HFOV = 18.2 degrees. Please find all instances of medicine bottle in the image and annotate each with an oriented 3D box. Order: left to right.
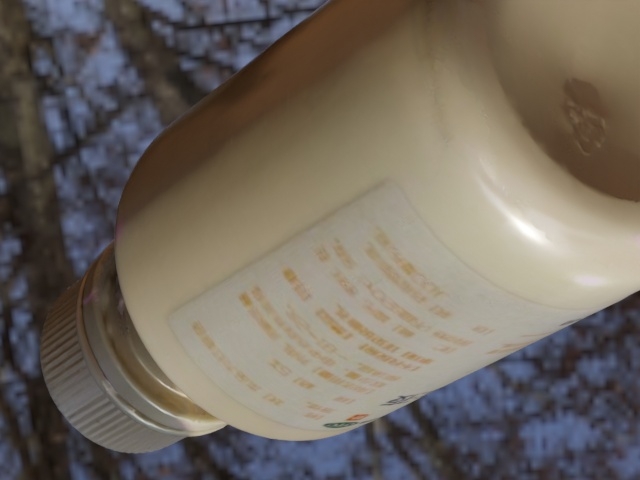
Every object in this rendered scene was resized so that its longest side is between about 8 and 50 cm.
[{"bbox_3d":[0.000,0.000,0.605,0.114,0.114,0.252,-30,179,-43],"label":"medicine bottle"}]
